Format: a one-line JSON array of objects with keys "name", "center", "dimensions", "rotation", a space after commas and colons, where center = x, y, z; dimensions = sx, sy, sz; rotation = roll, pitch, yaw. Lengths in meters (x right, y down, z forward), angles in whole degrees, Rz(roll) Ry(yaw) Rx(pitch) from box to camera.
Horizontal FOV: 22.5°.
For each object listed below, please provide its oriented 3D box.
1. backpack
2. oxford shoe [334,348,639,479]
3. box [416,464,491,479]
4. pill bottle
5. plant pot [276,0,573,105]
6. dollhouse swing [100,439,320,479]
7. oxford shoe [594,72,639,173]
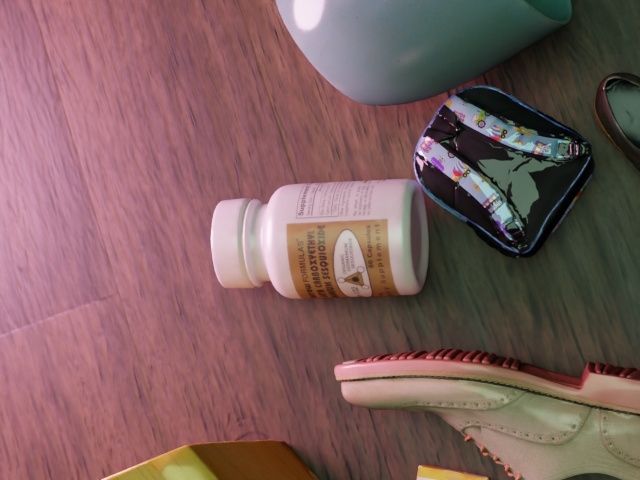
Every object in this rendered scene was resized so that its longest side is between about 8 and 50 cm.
[{"name": "backpack", "center": [0.198, -0.081, 1.786], "dimensions": [0.173, 0.117, 0.158], "rotation": [33, 93, 14]}, {"name": "oxford shoe", "center": [0.203, 0.199, 1.749], "dimensions": [0.397, 0.140, 0.146], "rotation": [6, 93, 17]}, {"name": "box", "center": [0.141, 0.325, 1.806], "dimensions": [0.081, 0.028, 0.136], "rotation": [9, 89, 15]}, {"name": "pill bottle", "center": [0.000, 0.000, 1.820], "dimensions": [0.229, 0.131, 0.131], "rotation": [-2, 84, 14]}, {"name": "plant pot", "center": [0.094, -0.285, 1.759], "dimensions": [0.235, 0.293, 0.293], "rotation": [-37, 76, 25]}, {"name": "dollhouse swing", "center": [-0.135, 0.375, 1.702], "dimensions": [0.305, 0.347, 0.315], "rotation": [-45, 76, 5]}, {"name": "oxford shoe", "center": [0.395, -0.075, 1.746], "dimensions": [0.271, 0.098, 0.097], "rotation": [45, 96, 14]}]
